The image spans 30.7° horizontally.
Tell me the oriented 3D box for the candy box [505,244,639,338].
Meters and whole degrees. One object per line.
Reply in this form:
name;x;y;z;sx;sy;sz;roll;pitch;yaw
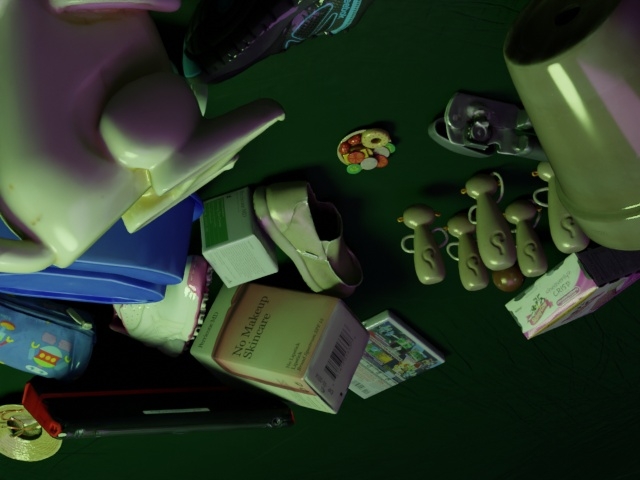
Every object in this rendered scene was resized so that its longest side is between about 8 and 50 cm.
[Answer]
candy box;0.429;0.072;1.901;0.233;0.071;0.159;-12;155;-49

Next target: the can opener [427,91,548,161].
can opener;0.294;-0.151;1.695;0.283;0.076;0.095;9;170;-23

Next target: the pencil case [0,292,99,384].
pencil case;-0.490;0.129;1.824;0.306;0.119;0.133;26;127;-36

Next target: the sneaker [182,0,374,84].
sneaker;-0.030;-0.271;1.400;0.341;0.125;0.140;-26;148;36

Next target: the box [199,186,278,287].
box;-0.123;-0.004;1.748;0.087;0.101;0.102;-18;141;10

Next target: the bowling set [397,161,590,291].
bowling set;0.265;-0.009;1.820;0.287;0.154;0.200;-11;160;0

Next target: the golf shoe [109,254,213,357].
golf shoe;-0.252;0.100;1.814;0.140;0.115;0.306;15;152;-12

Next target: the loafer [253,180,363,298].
loafer;0.000;0.000;1.780;0.092;0.102;0.268;-21;140;23

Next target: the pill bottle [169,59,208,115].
pill bottle;-0.243;-0.191;1.487;0.184;0.103;0.103;10;138;-23

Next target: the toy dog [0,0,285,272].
toy dog;-0.302;-0.195;1.280;0.395;0.408;0.284;-34;-179;-13

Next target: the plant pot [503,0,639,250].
plant pot;0.387;-0.195;1.487;0.323;0.323;0.280;-33;120;27

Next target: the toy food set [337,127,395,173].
toy food set;0.066;-0.131;1.693;0.083;0.020;0.082;-17;141;9

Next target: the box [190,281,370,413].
box;-0.064;0.164;1.856;0.232;0.148;0.127;8;152;35

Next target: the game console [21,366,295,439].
game console;-0.275;0.271;1.910;0.387;0.342;0.060;0;97;-23

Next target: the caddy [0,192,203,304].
caddy;-0.334;-0.026;1.625;0.341;0.179;0.241;7;163;-20

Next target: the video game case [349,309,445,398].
video game case;0.101;0.211;2.130;0.183;0.023;0.201;-28;137;22

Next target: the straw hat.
straw hat;-0.534;0.329;2.115;0.144;0.061;0.144;-1;125;-1
